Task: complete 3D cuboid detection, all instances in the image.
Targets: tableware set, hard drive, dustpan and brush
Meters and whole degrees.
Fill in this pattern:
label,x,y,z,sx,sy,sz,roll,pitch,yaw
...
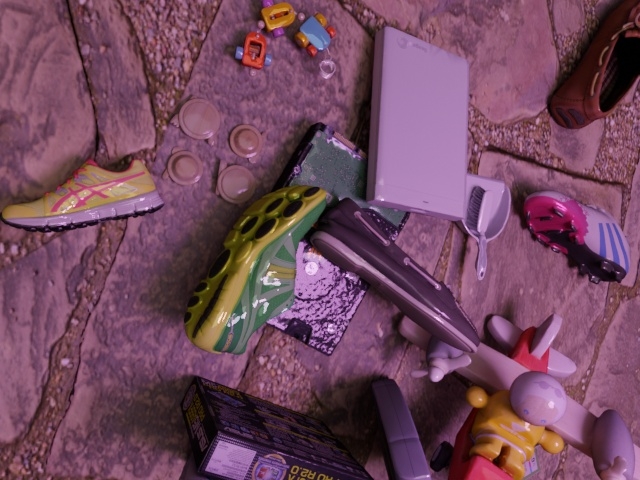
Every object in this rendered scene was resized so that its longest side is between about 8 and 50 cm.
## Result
label,x,y,z,sx,sy,sz,roll,pitch,yaw
tableware set,-0.167,-0.142,0.762,0.169,0.020,0.141,21,86,-21
hard drive,0.181,-0.202,0.844,0.203,0.040,0.307,9,81,-28
dustpan and brush,0.322,-0.028,0.950,0.147,0.060,0.211,8,93,-23
hard drive,0.000,0.000,0.821,0.237,0.064,0.339,32,84,-22

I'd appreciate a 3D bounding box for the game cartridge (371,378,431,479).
label,x,y,z,sx,sy,sz,roll,pitch,yaw
game cartridge,0.137,0.366,0.799,0.060,0.294,0.196,-7,99,0

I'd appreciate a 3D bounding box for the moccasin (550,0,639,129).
label,x,y,z,sx,sy,sz,roll,pitch,yaw
moccasin,0.647,-0.399,0.995,0.380,0.147,0.139,-45,110,-12

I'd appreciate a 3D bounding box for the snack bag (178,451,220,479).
label,x,y,z,sx,sy,sz,roll,pitch,yaw
snack bag,-0.038,0.388,0.673,0.343,0.323,0.037,22,70,-6

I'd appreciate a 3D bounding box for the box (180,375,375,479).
label,x,y,z,sx,sy,sz,roll,pitch,yaw
box,-0.074,0.318,0.743,0.270,0.216,0.060,29,83,-23

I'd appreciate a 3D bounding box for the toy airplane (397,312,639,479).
label,x,y,z,sx,sy,sz,roll,pitch,yaw
toy airplane,0.367,0.284,0.856,0.386,0.272,0.384,-8,63,-6

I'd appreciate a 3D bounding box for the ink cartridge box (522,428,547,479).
label,x,y,z,sx,sy,sz,roll,pitch,yaw
ink cartridge box,0.385,0.459,1.001,0.209,0.109,0.062,-19,103,-20

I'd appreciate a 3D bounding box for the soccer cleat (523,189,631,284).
label,x,y,z,sx,sy,sz,roll,pitch,yaw
soccer cleat,0.566,-0.034,1.034,0.331,0.116,0.143,36,66,-24

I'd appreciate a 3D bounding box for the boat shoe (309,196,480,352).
label,x,y,z,sx,sy,sz,roll,pitch,yaw
boat shoe,0.140,0.056,0.765,0.335,0.112,0.095,37,75,-5

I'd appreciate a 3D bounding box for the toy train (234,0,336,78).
label,x,y,z,sx,sy,sz,roll,pitch,yaw
toy train,-0.057,-0.322,0.776,0.166,0.046,0.125,3,96,-19

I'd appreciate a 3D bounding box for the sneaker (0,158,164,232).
label,x,y,z,sx,sy,sz,roll,pitch,yaw
sneaker,-0.341,-0.067,0.675,0.208,0.081,0.094,-15,94,-27

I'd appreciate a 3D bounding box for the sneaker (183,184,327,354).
label,x,y,z,sx,sy,sz,roll,pitch,yaw
sneaker,-0.086,0.040,0.716,0.295,0.109,0.123,-55,134,-10
